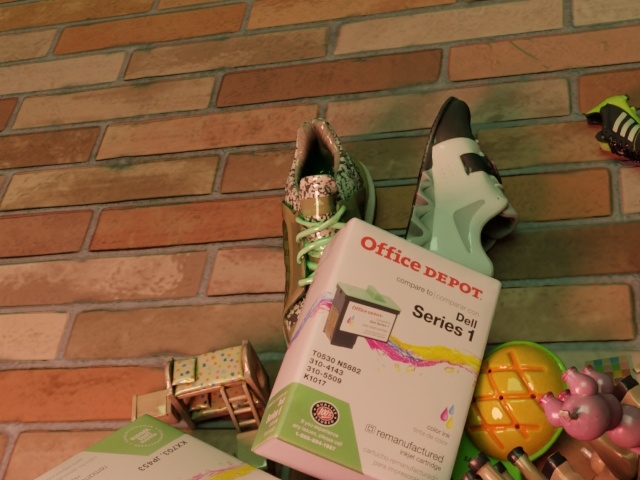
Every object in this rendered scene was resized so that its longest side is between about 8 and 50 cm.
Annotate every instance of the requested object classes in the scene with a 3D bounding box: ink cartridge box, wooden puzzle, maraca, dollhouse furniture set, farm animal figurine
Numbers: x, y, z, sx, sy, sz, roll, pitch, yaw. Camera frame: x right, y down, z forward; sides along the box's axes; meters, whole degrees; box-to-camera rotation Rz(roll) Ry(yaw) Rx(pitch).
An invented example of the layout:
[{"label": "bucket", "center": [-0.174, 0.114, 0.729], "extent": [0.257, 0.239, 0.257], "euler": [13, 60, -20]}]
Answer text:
[{"label": "ink cartridge box", "center": [-0.128, 0.334, 1.067], "extent": [0.353, 0.119, 0.207], "euler": [18, 27, 30]}, {"label": "wooden puzzle", "center": [0.343, 0.162, 1.183], "extent": [0.083, 0.006, 0.049], "euler": [-10, 49, 11]}, {"label": "ink cartridge box", "center": [0.069, 0.142, 1.140], "extent": [0.201, 0.117, 0.278], "euler": [24, 64, -8]}, {"label": "maraca", "center": [0.213, 0.204, 1.137], "extent": [0.127, 0.099, 0.185], "euler": [27, 90, 37]}, {"label": "dollhouse furniture set", "center": [-0.160, 0.228, 1.235], "extent": [0.182, 0.101, 0.161], "euler": [-14, 48, 7]}, {"label": "farm animal figurine", "center": [0.307, 0.223, 0.941], "extent": [0.330, 0.327, 0.172], "euler": [-35, 61, -10]}]

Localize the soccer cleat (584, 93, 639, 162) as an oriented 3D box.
[{"label": "soccer cleat", "center": [0.429, -0.136, 1.379], "extent": [0.072, 0.060, 0.179], "euler": [-28, 41, 7]}]

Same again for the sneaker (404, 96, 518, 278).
[{"label": "sneaker", "center": [0.199, -0.060, 1.365], "extent": [0.146, 0.122, 0.330], "euler": [11, 53, 5]}]

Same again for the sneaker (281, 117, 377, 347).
[{"label": "sneaker", "center": [0.000, 0.000, 1.319], "extent": [0.158, 0.182, 0.410], "euler": [-14, 49, 7]}]
